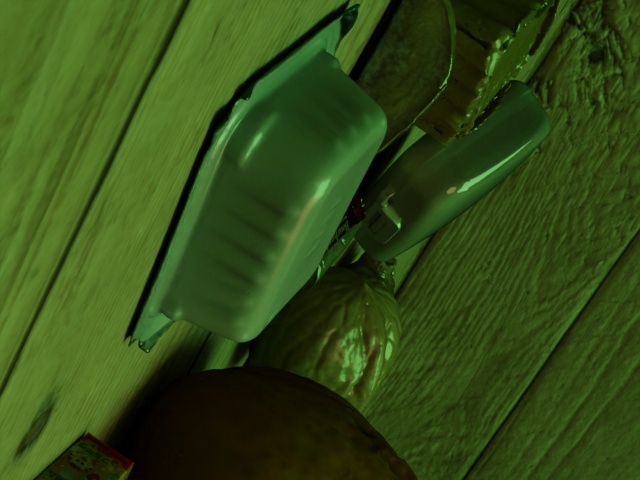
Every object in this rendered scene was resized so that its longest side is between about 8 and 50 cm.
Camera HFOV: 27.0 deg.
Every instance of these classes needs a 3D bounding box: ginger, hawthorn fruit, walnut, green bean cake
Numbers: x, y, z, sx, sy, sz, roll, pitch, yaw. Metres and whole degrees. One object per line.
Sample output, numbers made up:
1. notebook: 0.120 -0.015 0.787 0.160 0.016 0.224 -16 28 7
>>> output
1. ginger: 0.078 0.092 2.470 0.219 0.123 0.270 -58 -178 35
2. hawthorn fruit: -0.062 0.373 1.608 0.472 0.472 0.472 -55 172 -12
3. walnut: 0.007 0.152 1.964 0.261 0.225 0.225 -60 172 31
4. green bean cake: 0.210 -0.266 1.779 0.229 0.131 0.224 -46 165 -39

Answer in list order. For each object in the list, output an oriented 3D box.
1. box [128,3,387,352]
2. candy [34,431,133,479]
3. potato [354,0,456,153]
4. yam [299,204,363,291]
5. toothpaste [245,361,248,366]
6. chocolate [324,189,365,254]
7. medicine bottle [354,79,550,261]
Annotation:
1. box: -0.041 -0.032 1.281 0.264 0.106 0.336 -48 169 -49
2. candy: -0.243 0.245 1.321 0.038 0.062 0.122 -63 170 30
3. potato: 0.095 -0.181 1.521 0.261 0.100 0.120 -59 171 20
4. yam: 0.000 0.000 1.796 0.146 0.070 0.070 -52 171 -37
5. toothpaste: -0.062 0.182 2.215 0.282 0.068 0.099 -11 104 -66
6. chocolate: 0.009 -0.028 1.730 0.182 0.028 0.086 -43 120 -52
7. medicine bottle: 0.190 -0.098 2.038 0.282 0.123 0.375 -33 175 -22
